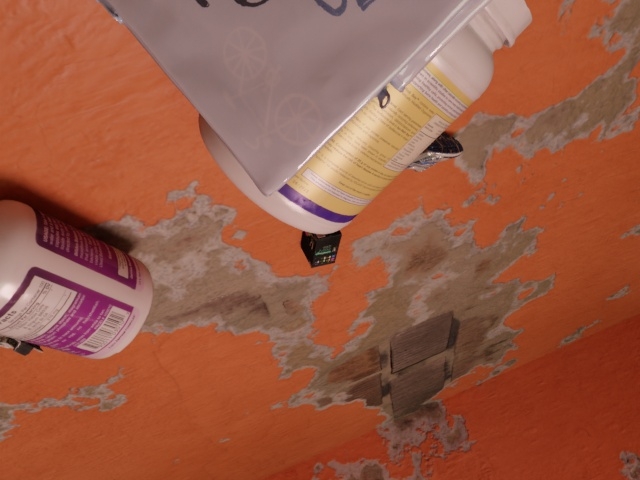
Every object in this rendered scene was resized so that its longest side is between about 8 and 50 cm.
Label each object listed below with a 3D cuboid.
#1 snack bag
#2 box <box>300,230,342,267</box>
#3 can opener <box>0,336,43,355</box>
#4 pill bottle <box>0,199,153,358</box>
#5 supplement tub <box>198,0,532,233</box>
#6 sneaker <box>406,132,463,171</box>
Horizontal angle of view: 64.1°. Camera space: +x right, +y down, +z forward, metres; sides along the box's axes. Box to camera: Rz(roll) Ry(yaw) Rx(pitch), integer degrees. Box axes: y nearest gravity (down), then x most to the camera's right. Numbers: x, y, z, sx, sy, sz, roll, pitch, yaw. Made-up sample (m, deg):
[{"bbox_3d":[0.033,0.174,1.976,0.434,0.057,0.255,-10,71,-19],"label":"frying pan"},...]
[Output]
[{"bbox_3d":[-0.029,-0.252,0.459,0.342,0.323,0.037,-43,174,20],"label":"snack bag"},{"bbox_3d":[0.000,0.000,0.960,0.052,0.062,0.083,-12,142,-20],"label":"box"},{"bbox_3d":[-0.523,0.102,0.781,0.093,0.074,0.280,-57,149,-16],"label":"can opener"},{"bbox_3d":[-0.394,0.048,0.694,0.169,0.169,0.301,-35,143,12],"label":"pill bottle"},{"bbox_3d":[0.042,-0.194,0.598,0.241,0.241,0.331,21,124,-45],"label":"supplement tub"},{"bbox_3d":[0.185,-0.152,0.905,0.135,0.052,0.058,-8,150,-12],"label":"sneaker"}]
